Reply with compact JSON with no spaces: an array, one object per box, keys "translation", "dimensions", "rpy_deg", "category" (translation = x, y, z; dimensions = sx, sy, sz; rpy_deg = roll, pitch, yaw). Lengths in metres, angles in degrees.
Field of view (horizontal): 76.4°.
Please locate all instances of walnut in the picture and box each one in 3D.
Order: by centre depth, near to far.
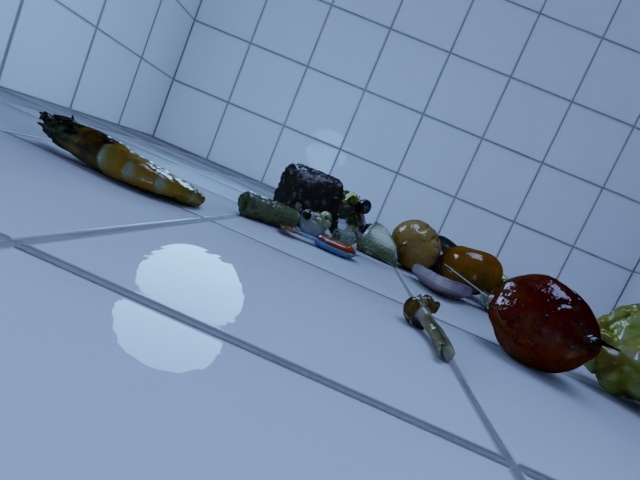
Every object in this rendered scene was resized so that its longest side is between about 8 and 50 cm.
[{"translation":[0.355,0.018,1.536],"dimensions":[0.195,0.195,0.221],"rpy_deg":[26,11,26],"category":"walnut"}]

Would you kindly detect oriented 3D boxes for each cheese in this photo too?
[{"translation":[0.000,0.000,1.159],"dimensions":[0.256,0.037,0.106],"rpy_deg":[22,5,-15],"category":"cheese"}]

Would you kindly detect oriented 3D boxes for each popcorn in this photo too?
[{"translation":[0.671,0.243,0.830],"dimensions":[0.212,0.259,0.259],"rpy_deg":[47,-5,-28],"category":"popcorn"}]

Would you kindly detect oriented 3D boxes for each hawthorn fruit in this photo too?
[{"translation":[0.427,0.159,0.753],"dimensions":[0.181,0.181,0.235],"rpy_deg":[21,3,-18],"category":"hawthorn fruit"}]

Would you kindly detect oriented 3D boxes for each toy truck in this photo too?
[{"translation":[0.151,-0.081,1.714],"dimensions":[0.136,0.111,0.286],"rpy_deg":[32,-32,53],"category":"toy truck"}]

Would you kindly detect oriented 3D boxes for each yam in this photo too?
[{"translation":[-0.151,-0.086,1.177],"dimensions":[0.179,0.078,0.078],"rpy_deg":[18,9,-35],"category":"yam"}]

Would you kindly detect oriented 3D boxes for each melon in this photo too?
[{"translation":[0.195,0.026,1.491],"dimensions":[0.139,0.093,0.202],"rpy_deg":[-8,49,-20],"category":"melon"}]

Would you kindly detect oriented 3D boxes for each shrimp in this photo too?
[{"translation":[-0.470,-0.194,0.969],"dimensions":[0.445,0.085,0.272],"rpy_deg":[26,2,6],"category":"shrimp"}]

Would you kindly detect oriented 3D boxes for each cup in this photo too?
[{"translation":[0.490,0.085,1.707],"dimensions":[0.223,0.169,0.176],"rpy_deg":[-16,30,-17],"category":"cup"}]

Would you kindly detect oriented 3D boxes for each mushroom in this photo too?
[{"translation":[0.177,0.135,0.647],"dimensions":[0.060,0.061,0.187],"rpy_deg":[27,10,-9],"category":"mushroom"}]

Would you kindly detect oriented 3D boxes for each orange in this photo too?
[{"translation":[0.550,0.114,1.508],"dimensions":[0.240,0.171,0.240],"rpy_deg":[16,3,-1],"category":"orange"}]

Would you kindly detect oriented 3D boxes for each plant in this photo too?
[{"translation":[-0.004,-0.141,1.500],"dimensions":[0.312,0.215,0.213],"rpy_deg":[23,10,-26],"category":"plant"}]

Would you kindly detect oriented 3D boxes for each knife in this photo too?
[{"translation":[0.509,0.168,1.291],"dimensions":[0.081,0.043,0.336],"rpy_deg":[29,9,-49],"category":"knife"}]

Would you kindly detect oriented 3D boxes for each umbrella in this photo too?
[{"translation":[0.087,-0.013,1.444],"dimensions":[0.062,0.067,0.143],"rpy_deg":[-7,-4,32],"category":"umbrella"}]

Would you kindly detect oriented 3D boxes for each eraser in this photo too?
[{"translation":[0.369,0.133,1.244],"dimensions":[0.204,0.059,0.243],"rpy_deg":[26,4,15],"category":"eraser"}]

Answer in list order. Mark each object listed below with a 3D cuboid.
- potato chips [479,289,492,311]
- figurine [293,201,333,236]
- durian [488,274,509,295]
[{"translation":[0.620,0.222,1.368],"dimensions":[0.167,0.059,0.228],"rpy_deg":[22,5,34],"category":"potato chips"},{"translation":[-0.056,-0.071,1.293],"dimensions":[0.197,0.093,0.147],"rpy_deg":[22,-7,-1],"category":"figurine"},{"translation":[0.755,0.181,1.850],"dimensions":[0.249,0.138,0.183],"rpy_deg":[33,-22,8],"category":"durian"}]
